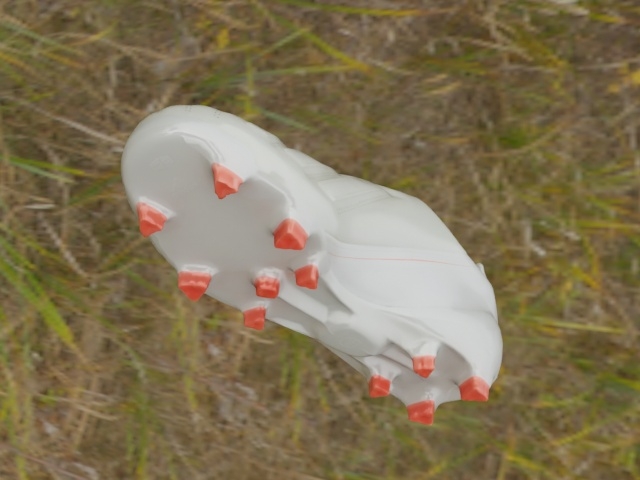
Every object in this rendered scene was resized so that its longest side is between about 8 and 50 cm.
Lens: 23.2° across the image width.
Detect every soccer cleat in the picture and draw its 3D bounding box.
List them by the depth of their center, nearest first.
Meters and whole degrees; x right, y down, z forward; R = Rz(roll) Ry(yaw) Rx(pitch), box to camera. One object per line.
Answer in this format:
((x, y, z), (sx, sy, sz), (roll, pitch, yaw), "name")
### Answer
((0.000, 0.000, 0.587), (0.196, 0.068, 0.076), (37, 41, -37), "soccer cleat")
